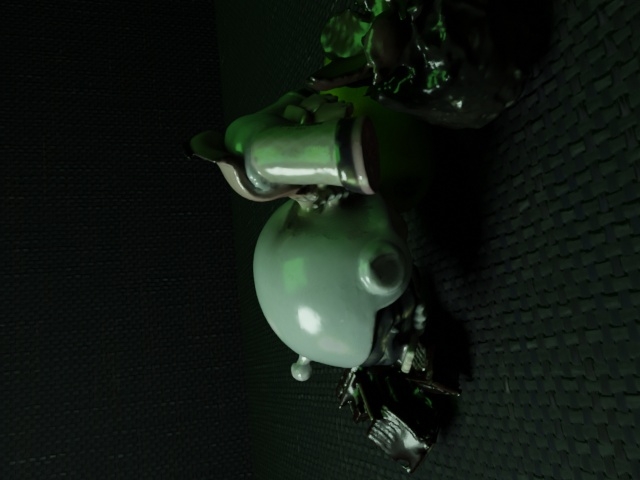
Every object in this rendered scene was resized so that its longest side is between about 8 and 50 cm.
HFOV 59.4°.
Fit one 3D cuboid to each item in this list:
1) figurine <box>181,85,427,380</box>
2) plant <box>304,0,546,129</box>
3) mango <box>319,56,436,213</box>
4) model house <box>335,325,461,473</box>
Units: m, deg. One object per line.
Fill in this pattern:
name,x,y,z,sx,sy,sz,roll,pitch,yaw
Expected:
figurine,-0.001,-0.005,0.708,0.253,0.211,0.361,-103,-9,-60
plant,0.109,-0.227,0.619,0.178,0.234,0.204,-149,77,-70
mango,0.073,-0.193,0.858,0.192,0.156,0.343,-45,46,50
model house,0.116,0.215,0.813,0.164,0.141,0.203,-103,22,-57
